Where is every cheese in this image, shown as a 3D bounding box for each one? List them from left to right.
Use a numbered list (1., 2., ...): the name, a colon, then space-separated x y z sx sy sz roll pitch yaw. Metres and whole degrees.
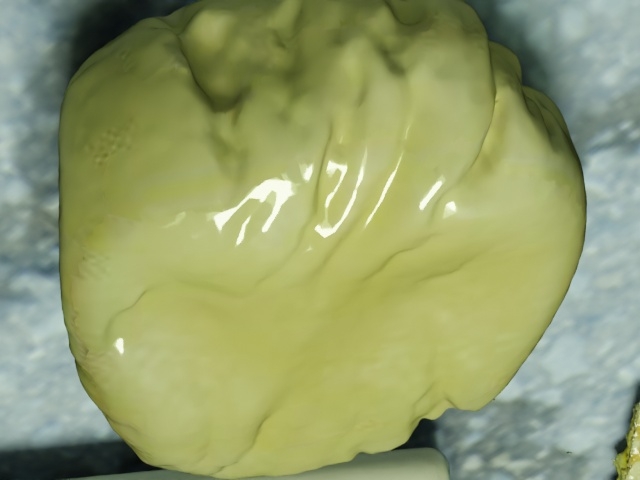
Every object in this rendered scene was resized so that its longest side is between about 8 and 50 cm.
1. cheese: 0.000 0.000 0.740 0.214 0.117 0.226 -11 138 -1

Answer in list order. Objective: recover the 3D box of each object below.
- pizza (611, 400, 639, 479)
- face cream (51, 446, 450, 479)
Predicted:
1. pizza: 0.187 0.104 0.908 0.123 0.026 0.108 -25 127 19
2. face cream: -0.107 0.181 0.908 0.348 0.081 0.174 -5 133 -1
